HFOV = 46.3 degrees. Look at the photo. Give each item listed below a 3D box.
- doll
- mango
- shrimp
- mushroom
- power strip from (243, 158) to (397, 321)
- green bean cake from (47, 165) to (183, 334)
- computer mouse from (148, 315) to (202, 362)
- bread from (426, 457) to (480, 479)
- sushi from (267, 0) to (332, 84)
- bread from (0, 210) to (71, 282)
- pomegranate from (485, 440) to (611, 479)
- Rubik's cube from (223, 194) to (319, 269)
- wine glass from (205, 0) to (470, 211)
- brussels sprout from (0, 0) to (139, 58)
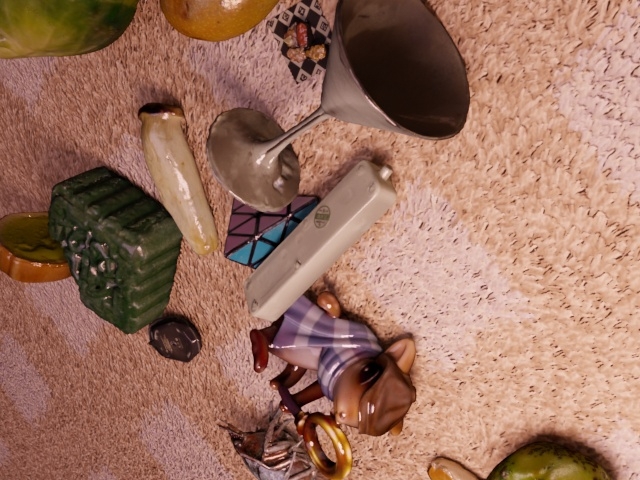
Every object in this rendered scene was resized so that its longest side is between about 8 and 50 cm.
[{"bbox_3d":[0.015,0.248,1.431,0.339,0.209,0.318,31,111,29],"label":"doll"},{"bbox_3d":[-0.142,-0.461,1.251,0.176,0.176,0.329,24,140,-32],"label":"mango"},{"bbox_3d":[-0.046,0.499,1.636,0.410,0.166,0.221,43,157,18],"label":"shrimp"},{"bbox_3d":[-0.301,-0.128,1.572,0.107,0.087,0.333,-1,112,36],"label":"mushroom"},{"bbox_3d":[0.000,0.000,1.355,0.385,0.062,0.091,-45,44,25],"label":"power strip"},{"bbox_3d":[-0.484,0.026,1.723,0.300,0.169,0.308,32,128,20],"label":"green bean cake"},{"bbox_3d":[-0.340,0.230,1.783,0.192,0.062,0.106,-6,108,44],"label":"computer mouse"},{"bbox_3d":[0.301,0.493,1.440,0.214,0.053,0.073,34,124,22],"label":"bread"},{"bbox_3d":[-0.035,-0.349,1.309,0.120,0.026,0.126,-19,98,41],"label":"sushi"},{"bbox_3d":[-0.685,0.011,1.825,0.236,0.236,0.070,36,122,17],"label":"bread"},{"bbox_3d":[0.393,0.484,1.271,0.221,0.204,0.277,-10,109,23],"label":"pomegranate"},{"bbox_3d":[-0.146,-0.013,1.454,0.190,0.178,0.211,31,125,25],"label":"Rubik's cube"},{"bbox_3d":[0.004,-0.209,1.214,0.406,0.267,0.267,-24,96,46],"label":"wine glass"},{"bbox_3d":[-0.499,-0.487,1.404,0.354,0.289,0.281,-27,94,14],"label":"brussels sprout"}]
